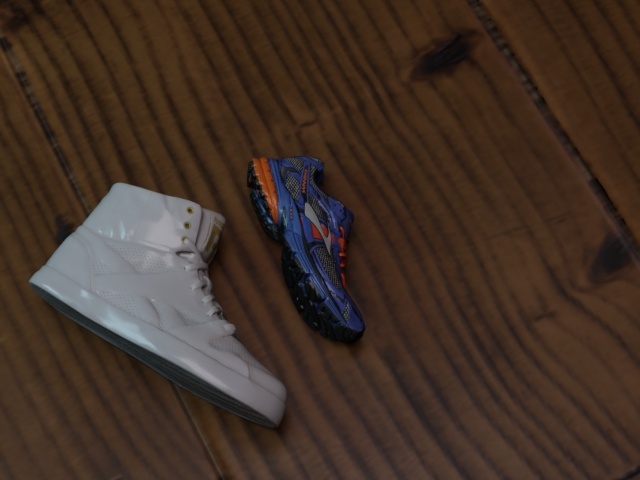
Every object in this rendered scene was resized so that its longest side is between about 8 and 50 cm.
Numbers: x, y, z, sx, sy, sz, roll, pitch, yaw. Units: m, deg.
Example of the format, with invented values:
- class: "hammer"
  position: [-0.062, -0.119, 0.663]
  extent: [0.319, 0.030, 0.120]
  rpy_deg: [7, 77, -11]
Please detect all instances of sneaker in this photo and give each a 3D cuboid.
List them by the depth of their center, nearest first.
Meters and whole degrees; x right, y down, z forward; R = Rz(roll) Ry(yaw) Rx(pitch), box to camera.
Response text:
- class: "sneaker"
  position: [-0.124, 0.049, 1.585]
  extent: [0.292, 0.108, 0.169]
  rpy_deg: [31, 73, 16]
- class: "sneaker"
  position: [0.000, 0.000, 1.620]
  extent: [0.087, 0.083, 0.221]
  rpy_deg: [-19, 68, -12]
